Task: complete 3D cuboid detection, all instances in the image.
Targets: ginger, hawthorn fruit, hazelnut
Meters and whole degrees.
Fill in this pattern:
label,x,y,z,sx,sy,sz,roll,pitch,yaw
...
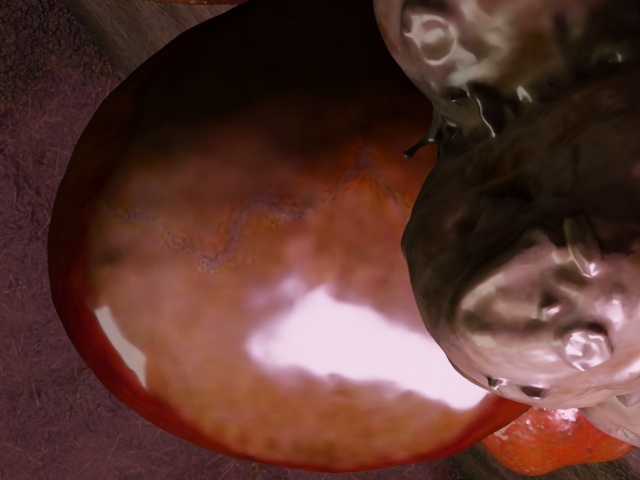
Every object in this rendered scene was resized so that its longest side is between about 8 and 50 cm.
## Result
label,x,y,z,sx,sy,sz,roll,pitch,yaw
ginger,0.159,-0.004,0.577,0.375,0.176,0.256,42,-141,-39
hawthorn fruit,0.191,0.098,0.984,0.189,0.189,0.189,47,171,9
hazelnut,0.002,-0.002,0.800,0.366,0.366,0.366,47,171,9

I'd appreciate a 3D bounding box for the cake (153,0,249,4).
label,x,y,z,sx,sy,sz,roll,pitch,yaw
cake,-0.050,-0.215,0.801,0.262,0.159,0.158,42,167,24
